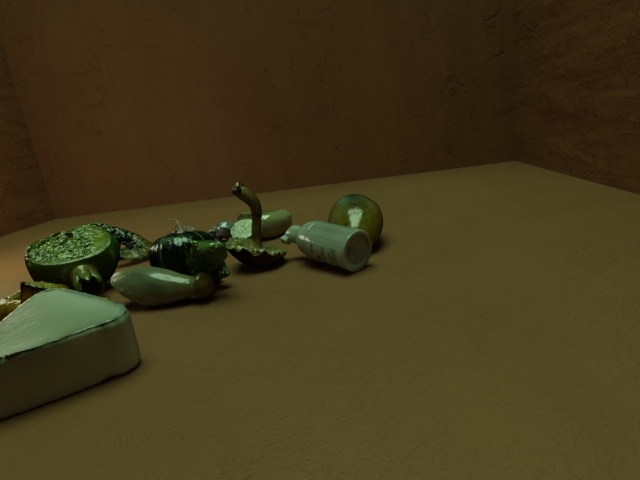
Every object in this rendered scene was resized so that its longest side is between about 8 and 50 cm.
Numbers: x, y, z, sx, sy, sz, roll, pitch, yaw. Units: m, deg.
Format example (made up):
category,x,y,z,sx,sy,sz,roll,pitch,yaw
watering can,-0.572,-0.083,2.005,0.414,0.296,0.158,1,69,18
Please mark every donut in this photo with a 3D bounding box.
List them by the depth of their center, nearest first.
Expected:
category,x,y,z,sx,sy,sz,roll,pitch,yaw
donut,-0.728,0.212,1.208,0.259,0.152,0.101,16,4,6
donut,-0.891,0.215,1.341,0.226,0.114,0.226,-6,14,2

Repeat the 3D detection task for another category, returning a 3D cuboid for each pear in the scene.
category,x,y,z,sx,sy,sz,roll,pitch,yaw
pear,-0.335,-0.023,1.943,0.141,0.104,0.141,-10,48,11

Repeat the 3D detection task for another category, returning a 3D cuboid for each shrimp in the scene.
category,x,y,z,sx,sy,sz,roll,pitch,yaw
shrimp,-0.938,0.006,1.983,0.364,0.071,0.233,21,17,-9

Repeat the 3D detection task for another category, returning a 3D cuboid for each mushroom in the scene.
category,x,y,z,sx,sy,sz,roll,pitch,yaw
mushroom,-0.512,0.144,1.377,0.350,0.128,0.128,0,16,7
mushroom,-0.234,-0.031,1.593,0.233,0.302,0.208,4,41,-10

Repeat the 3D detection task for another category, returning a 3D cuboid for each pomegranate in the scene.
category,x,y,z,sx,sy,sz,roll,pitch,yaw
pomegranate,-0.900,0.109,1.602,0.309,0.216,0.358,-19,48,-35

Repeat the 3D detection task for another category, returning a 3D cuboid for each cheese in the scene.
category,x,y,z,sx,sy,sz,roll,pitch,yaw
cheese,-0.278,-0.086,2.109,0.266,0.127,0.233,5,17,33

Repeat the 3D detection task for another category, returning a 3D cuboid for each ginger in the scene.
category,x,y,z,sx,sy,sz,roll,pitch,yaw
ginger,-0.365,0.071,1.414,0.137,0.290,0.089,32,58,9

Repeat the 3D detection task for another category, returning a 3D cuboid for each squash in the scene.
category,x,y,z,sx,sy,sz,roll,pitch,yaw
squash,-0.514,0.053,1.612,0.252,0.165,0.252,-12,-1,0

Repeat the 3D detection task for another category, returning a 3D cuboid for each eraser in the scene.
category,x,y,z,sx,sy,sz,roll,pitch,yaw
eraser,-0.579,0.239,0.984,0.331,0.150,0.331,-6,22,2

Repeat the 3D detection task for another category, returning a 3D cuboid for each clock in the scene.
category,x,y,z,sx,sy,sz,roll,pitch,yaw
clock,-0.471,-0.043,2.034,0.117,0.080,0.176,0,-10,-15

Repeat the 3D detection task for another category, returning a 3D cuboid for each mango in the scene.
category,x,y,z,sx,sy,sz,roll,pitch,yaw
mango,0.138,-0.068,1.701,0.221,0.199,0.384,-1,29,9

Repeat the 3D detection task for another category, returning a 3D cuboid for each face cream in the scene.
category,x,y,z,sx,sy,sz,roll,pitch,yaw
face cream,0.000,0.000,1.537,0.145,0.145,0.369,-20,25,-39

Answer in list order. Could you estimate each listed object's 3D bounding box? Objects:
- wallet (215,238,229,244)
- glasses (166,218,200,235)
category,x,y,z,sx,sy,sz,roll,pitch,yaw
wallet,-0.521,0.027,1.993,0.198,0.031,0.110,-6,15,11
glasses,-0.757,-0.069,2.367,0.162,0.095,0.255,-7,15,-29
